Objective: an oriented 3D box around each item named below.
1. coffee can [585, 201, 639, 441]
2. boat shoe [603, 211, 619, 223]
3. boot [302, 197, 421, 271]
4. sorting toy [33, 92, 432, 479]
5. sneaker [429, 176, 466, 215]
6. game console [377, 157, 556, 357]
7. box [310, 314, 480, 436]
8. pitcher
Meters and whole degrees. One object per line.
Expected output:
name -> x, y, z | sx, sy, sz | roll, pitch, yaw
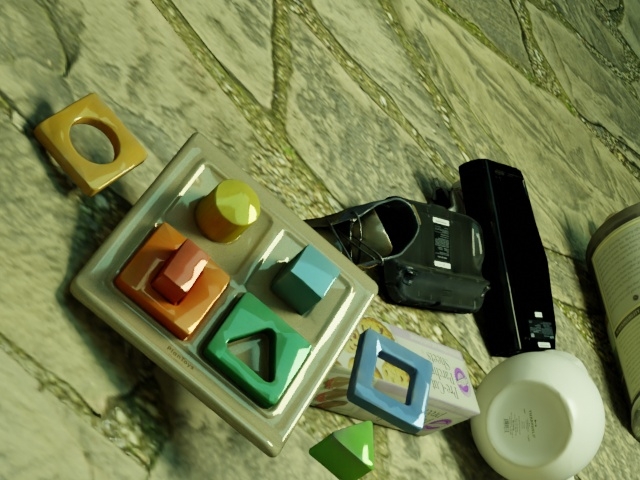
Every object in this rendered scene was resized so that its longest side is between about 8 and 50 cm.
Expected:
coffee can -> 0.469, 0.108, 1.978 | 0.201, 0.202, 0.275 | 40, 31, -41
boat shoe -> 0.450, 0.011, 2.237 | 0.170, 0.063, 0.059 | 54, 20, -40
boot -> 0.000, 0.000, 1.249 | 0.082, 0.106, 0.219 | 64, 23, 6
sorting toy -> -0.056, 0.026, 1.066 | 0.348, 0.047, 0.196 | 40, 45, -8
sneaker -> 0.143, -0.049, 1.688 | 0.069, 0.038, 0.098 | 48, 26, -31
game console -> 0.151, 0.011, 1.591 | 0.361, 0.044, 0.213 | 12, 66, -58
box -> 0.025, 0.100, 1.243 | 0.324, 0.063, 0.067 | 25, 44, -54
pitcher -> 0.219, 0.196, 1.489 | 0.207, 0.126, 0.177 | 10, 70, -75
